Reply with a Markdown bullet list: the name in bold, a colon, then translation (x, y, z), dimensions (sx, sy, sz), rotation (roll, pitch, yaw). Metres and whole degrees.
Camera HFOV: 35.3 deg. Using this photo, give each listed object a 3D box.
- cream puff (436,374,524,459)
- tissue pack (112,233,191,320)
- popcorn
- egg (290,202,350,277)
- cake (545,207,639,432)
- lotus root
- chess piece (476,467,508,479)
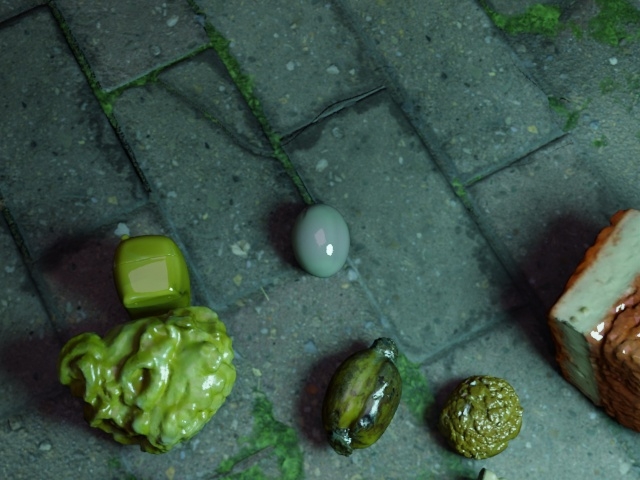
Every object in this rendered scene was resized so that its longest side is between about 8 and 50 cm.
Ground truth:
- **cream puff**: translation (0.263, 0.284, 1.641), dimensions (0.126, 0.103, 0.144), rotation (41, 69, 17)
- **tissue pack**: translation (-0.284, 0.062, 1.703), dimensions (0.123, 0.178, 0.127), rotation (-9, 71, -4)
- **popcorn**: translation (-0.274, 0.235, 1.642), dimensions (0.286, 0.173, 0.225), rotation (-15, 76, -3)
- **egg**: translation (0.000, 0.000, 1.759), dimensions (0.103, 0.103, 0.135), rotation (-5, 71, 0)
- **cake**: translation (0.553, 0.144, 1.577), dimensions (0.320, 0.270, 0.269), rotation (29, 69, 33)
- **lotus root**: translation (0.071, 0.253, 1.655), dimensions (0.120, 0.120, 0.209), rotation (24, 70, 11)
- **chess piece**: translation (0.362, 0.488, 1.562), dimensions (0.307, 0.124, 0.138), rotation (25, 40, 7)
